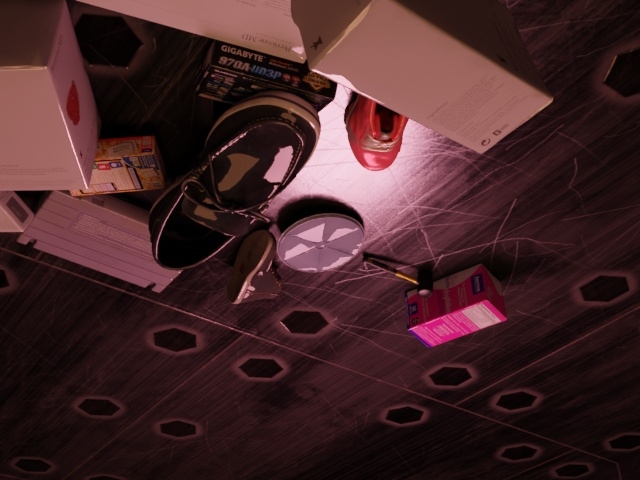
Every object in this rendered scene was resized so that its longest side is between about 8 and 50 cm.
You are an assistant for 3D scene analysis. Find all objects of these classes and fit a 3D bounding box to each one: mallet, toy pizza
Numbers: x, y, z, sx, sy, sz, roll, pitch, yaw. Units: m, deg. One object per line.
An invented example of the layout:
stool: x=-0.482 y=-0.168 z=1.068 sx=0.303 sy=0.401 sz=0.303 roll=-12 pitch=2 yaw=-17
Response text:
mallet: x=0.187 y=0.071 z=1.979 sx=0.190 sy=0.062 sz=0.039 roll=28 pitch=135 yaw=-11
toy pizza: x=0.000 y=0.000 z=1.866 sx=0.201 sy=0.032 sz=0.201 roll=-8 pitch=141 yaw=-7

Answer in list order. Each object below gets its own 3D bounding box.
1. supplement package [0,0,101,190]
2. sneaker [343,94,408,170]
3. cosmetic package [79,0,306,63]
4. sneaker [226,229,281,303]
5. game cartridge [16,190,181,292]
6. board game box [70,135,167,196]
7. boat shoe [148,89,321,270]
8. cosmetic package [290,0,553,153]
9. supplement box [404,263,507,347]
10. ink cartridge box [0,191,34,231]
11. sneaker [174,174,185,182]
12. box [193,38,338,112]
supplement package: x=-0.502 y=-0.244 z=1.430 sx=0.175 sy=0.177 sz=0.293 roll=-1 pitch=143 yaw=0
sneaker: x=0.103 y=-0.216 z=1.510 sx=0.116 sy=0.136 sz=0.314 roll=1 pitch=143 yaw=-1
cosmetic package: x=-0.153 y=-0.441 z=1.243 sx=0.377 sy=0.097 sz=0.284 roll=13 pitch=139 yaw=-17
sneaker: x=-0.130 y=0.057 z=1.931 sx=0.118 sy=0.083 sz=0.222 roll=-2 pitch=139 yaw=-36
game cartridge: x=-0.457 y=-0.011 z=1.838 sx=0.355 sy=0.068 sz=0.230 roll=24 pitch=132 yaw=-29
board game box: x=-0.409 y=-0.144 z=1.632 sx=0.193 sy=0.045 sz=0.147 roll=-5 pitch=156 yaw=-3
boat shoe: x=-0.169 y=-0.092 z=1.533 sx=0.187 sy=0.156 sz=0.500 roll=28 pitch=137 yaw=-26
cosmetic package: x=0.145 y=-0.302 z=1.223 sx=0.385 sy=0.217 sz=0.156 roll=17 pitch=136 yaw=-42
supplement box: x=0.327 y=0.161 z=2.027 sx=0.220 sy=0.111 sz=0.114 roll=-24 pitch=136 yaw=27
ink cartridge box: x=-0.736 y=-0.096 z=1.724 sx=0.232 sy=0.066 sz=0.189 roll=3 pitch=140 yaw=33
sneaker: x=-0.266 y=-0.083 z=1.755 sx=0.076 sy=0.065 sz=0.166 roll=-12 pitch=148 yaw=-12
box: x=-0.099 y=-0.270 z=1.443 sx=0.220 sy=0.051 sz=0.175 roll=12 pitch=170 yaw=-16
